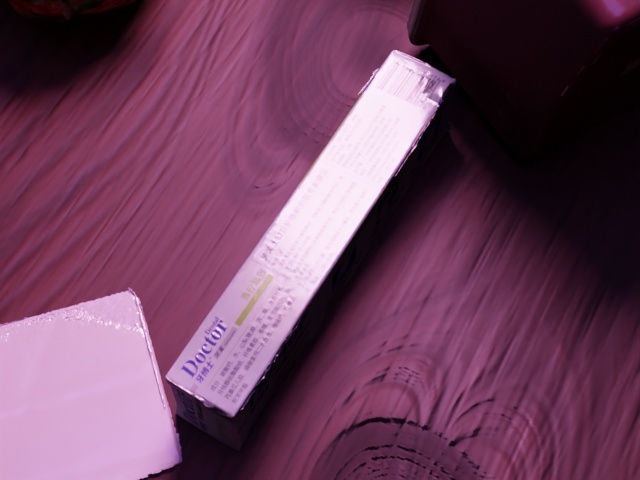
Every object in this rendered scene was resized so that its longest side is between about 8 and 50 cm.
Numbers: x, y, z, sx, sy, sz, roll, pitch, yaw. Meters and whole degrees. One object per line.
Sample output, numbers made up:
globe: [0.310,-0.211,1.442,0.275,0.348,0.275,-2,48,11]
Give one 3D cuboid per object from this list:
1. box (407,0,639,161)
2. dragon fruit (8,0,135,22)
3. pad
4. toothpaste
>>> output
box: [0.199,-0.199,0.893,0.193,0.294,0.168,-27,76,-13]
dragon fruit: [-0.219,-0.308,0.998,0.192,0.193,0.274,-13,58,26]
pad: [-0.232,0.133,0.866,0.232,0.004,0.157,-16,64,-8]
toothpaste: [0.000,0.000,0.893,0.067,0.081,0.337,28,65,15]
